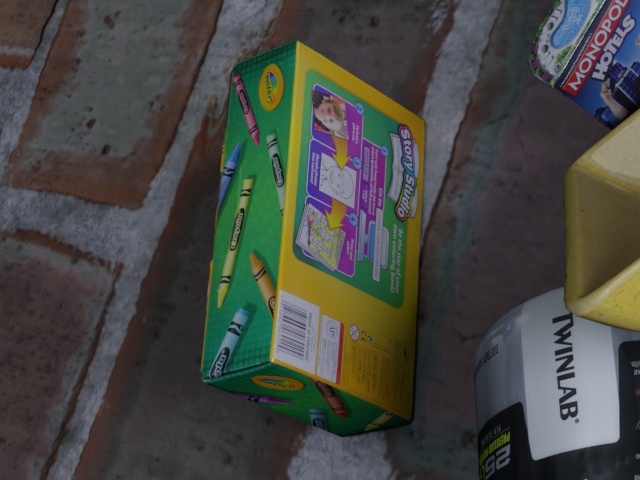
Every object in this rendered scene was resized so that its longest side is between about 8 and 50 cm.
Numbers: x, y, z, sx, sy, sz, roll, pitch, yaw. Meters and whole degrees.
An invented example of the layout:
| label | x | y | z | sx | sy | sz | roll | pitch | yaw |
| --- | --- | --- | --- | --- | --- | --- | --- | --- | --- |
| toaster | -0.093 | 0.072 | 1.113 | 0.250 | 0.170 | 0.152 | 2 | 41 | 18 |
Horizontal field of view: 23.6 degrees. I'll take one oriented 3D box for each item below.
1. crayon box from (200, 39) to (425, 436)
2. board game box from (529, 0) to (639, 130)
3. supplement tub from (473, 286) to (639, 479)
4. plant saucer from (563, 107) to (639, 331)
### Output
| label | x | y | z | sx | sy | sz | roll | pitch | yaw |
| --- | --- | --- | --- | --- | --- | --- | --- | --- | --- |
| crayon box | 0.000 | 0.000 | 1.236 | 0.081 | 0.165 | 0.279 | -17 | 59 | 39 |
| board game box | 0.222 | -0.182 | 1.084 | 0.060 | 0.194 | 0.194 | 35 | 96 | 48 |
| supplement tub | 0.199 | 0.207 | 0.901 | 0.207 | 0.207 | 0.338 | -23 | 55 | 36 |
| plant saucer | 0.288 | -0.078 | 0.852 | 0.332 | 0.081 | 0.333 | -39 | 6 | 16 |
